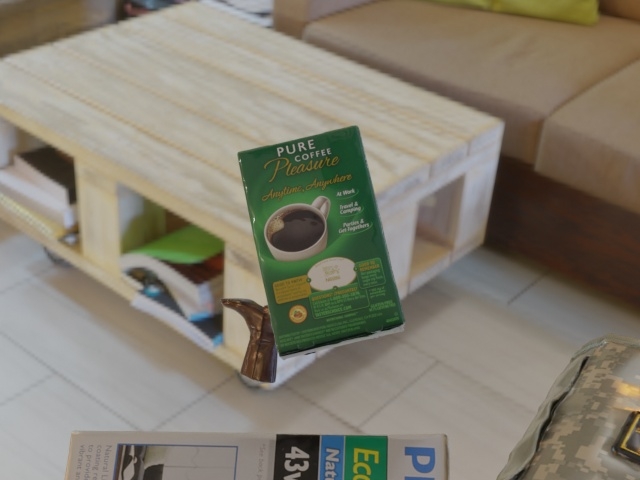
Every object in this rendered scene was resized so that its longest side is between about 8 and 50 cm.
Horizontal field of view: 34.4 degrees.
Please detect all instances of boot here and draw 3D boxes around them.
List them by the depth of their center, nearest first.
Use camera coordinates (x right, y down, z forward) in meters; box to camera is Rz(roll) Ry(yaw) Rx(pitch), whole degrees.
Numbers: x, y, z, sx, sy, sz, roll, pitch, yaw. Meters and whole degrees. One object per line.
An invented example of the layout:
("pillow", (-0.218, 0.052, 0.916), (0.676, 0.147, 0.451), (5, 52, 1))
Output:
("boot", (-0.103, 0.141, 1.448), (0.106, 0.114, 0.037), (12, 6, 28))

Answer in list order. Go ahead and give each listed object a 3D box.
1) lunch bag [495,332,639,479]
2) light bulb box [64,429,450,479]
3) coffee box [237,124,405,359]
("lunch bag", (0.232, 0.210, 0.643), (0.287, 0.169, 0.235), (49, 39, 1))
("light bulb box", (-0.049, 0.346, 1.066), (0.361, 0.358, 0.225), (0, 65, 6))
("coffee box", (0.000, 0.000, 0.891), (0.113, 0.040, 0.184), (-14, 74, 2))
